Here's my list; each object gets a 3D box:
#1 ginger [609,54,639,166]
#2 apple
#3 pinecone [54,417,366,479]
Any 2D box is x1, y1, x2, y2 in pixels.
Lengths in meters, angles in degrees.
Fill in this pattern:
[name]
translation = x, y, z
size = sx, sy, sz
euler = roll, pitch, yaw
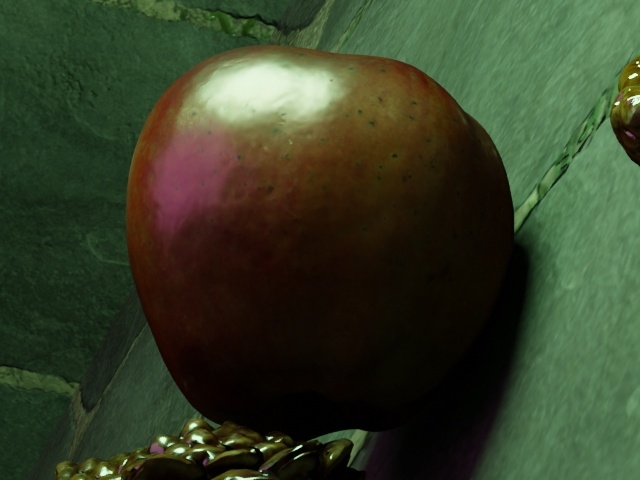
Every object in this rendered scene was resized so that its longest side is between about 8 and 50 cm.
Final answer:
[ginger]
translation = 0.168, -0.069, 0.700
size = 0.103, 0.073, 0.162
euler = -63, 13, 9
[apple]
translation = 0.002, 0.000, 0.932
size = 0.234, 0.234, 0.234
euler = -59, 13, 22
[pinecone]
translation = -0.060, 0.196, 0.844
size = 0.221, 0.221, 0.221
euler = -59, 13, 22
